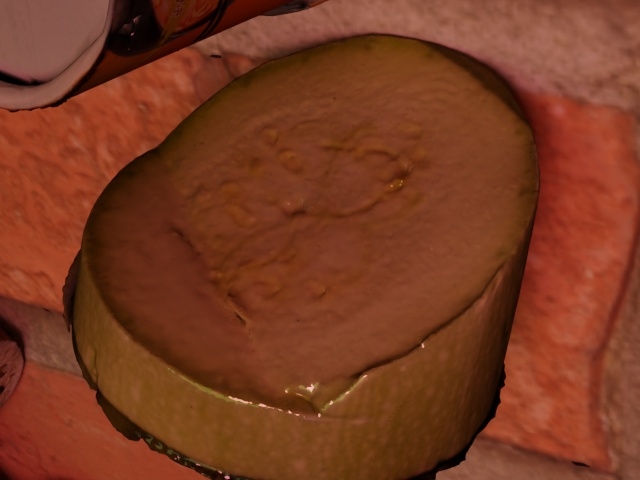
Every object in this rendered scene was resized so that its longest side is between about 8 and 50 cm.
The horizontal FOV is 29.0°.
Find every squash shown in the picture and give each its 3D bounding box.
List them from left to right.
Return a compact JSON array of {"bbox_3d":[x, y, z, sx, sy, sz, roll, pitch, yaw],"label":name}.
[{"bbox_3d":[-0.011,0.009,0.574,0.220,0.220,0.133,27,137,19],"label":"squash"}]

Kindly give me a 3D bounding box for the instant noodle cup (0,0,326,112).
[{"bbox_3d":[-0.100,-0.172,0.534,0.230,0.182,0.230,21,132,25],"label":"instant noodle cup"}]

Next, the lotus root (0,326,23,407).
[{"bbox_3d":[-0.288,0.110,0.930,0.081,0.122,0.112,29,141,20],"label":"lotus root"}]
